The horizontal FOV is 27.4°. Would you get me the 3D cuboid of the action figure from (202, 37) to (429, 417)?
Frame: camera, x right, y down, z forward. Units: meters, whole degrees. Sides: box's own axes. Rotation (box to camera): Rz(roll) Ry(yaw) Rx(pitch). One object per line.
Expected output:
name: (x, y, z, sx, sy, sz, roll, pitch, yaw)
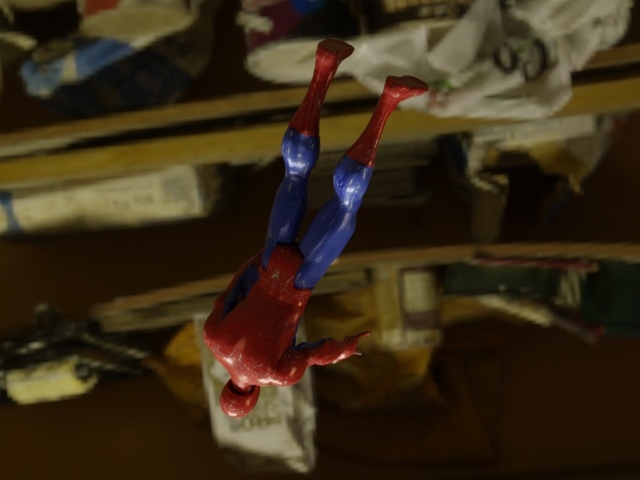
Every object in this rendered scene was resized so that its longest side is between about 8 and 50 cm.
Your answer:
action figure: (0.000, 0.000, 0.939, 0.091, 0.280, 0.139, 30, -161, 17)
